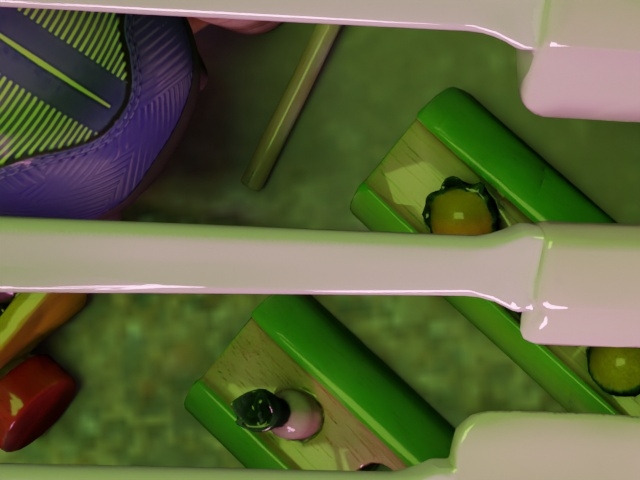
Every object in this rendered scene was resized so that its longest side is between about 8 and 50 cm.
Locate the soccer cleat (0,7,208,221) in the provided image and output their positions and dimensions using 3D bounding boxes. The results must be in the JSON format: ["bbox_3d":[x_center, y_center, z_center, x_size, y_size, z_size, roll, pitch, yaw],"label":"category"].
[{"bbox_3d":[-0.153,-0.090,0.499,0.289,0.121,0.093,27,84,31],"label":"soccer cleat"}]

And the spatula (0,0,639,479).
[{"bbox_3d":[0.000,0.000,0.426,0.242,0.019,0.168,3,113,-12],"label":"spatula"}]

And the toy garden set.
[{"bbox_3d":[-0.001,0.005,0.499,0.204,0.049,0.244,43,101,16],"label":"toy garden set"}]
